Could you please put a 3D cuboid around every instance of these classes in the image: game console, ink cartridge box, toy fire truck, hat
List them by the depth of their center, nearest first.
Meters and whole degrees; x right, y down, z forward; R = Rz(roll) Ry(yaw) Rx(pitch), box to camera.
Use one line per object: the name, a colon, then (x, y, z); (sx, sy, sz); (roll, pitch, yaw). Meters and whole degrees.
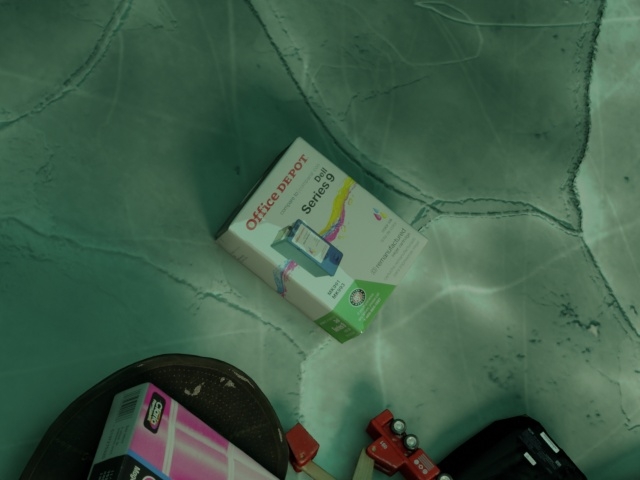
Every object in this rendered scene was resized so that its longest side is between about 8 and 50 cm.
ink cartridge box: (-0.098, 0.325, 1.672); (0.371, 0.069, 0.176); (43, 43, -31)
hat: (-0.204, 0.263, 1.771); (0.331, 0.134, 0.331); (-7, 111, -20)
toy fire truck: (0.059, 0.278, 1.880); (0.135, 0.047, 0.192); (-35, 74, -20)
game console: (0.278, 0.399, 1.903); (0.213, 0.044, 0.361); (-36, 76, -16)
ink cartridge box: (0.000, 0.000, 1.922); (0.212, 0.093, 0.154); (39, 72, -4)
